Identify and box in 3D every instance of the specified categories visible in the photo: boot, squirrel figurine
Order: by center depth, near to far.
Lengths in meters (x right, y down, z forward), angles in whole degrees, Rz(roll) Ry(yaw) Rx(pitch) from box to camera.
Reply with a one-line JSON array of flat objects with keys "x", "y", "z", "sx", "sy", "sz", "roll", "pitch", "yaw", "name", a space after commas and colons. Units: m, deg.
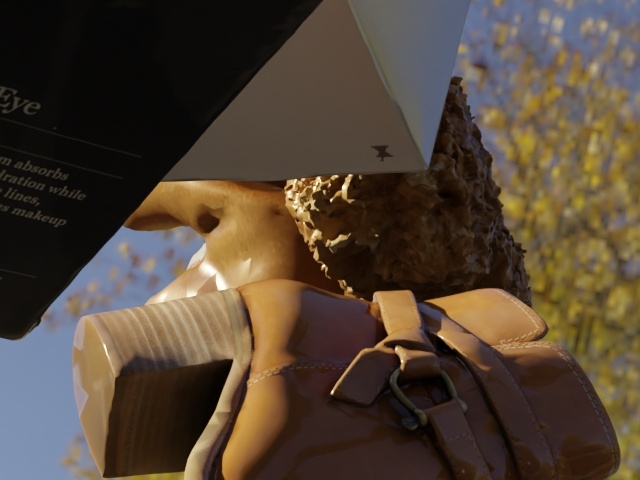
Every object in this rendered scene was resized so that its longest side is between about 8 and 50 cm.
[{"x": 0.030, "y": 0.122, "z": 0.846, "sx": 0.220, "sy": 0.283, "sz": 0.109, "roll": -4, "pitch": -54, "yaw": -21, "name": "boot"}, {"x": 0.016, "y": -0.050, "z": 1.443, "sx": 0.281, "sy": 0.371, "sz": 0.397, "roll": -5, "pitch": 14, "yaw": -37, "name": "squirrel figurine"}]

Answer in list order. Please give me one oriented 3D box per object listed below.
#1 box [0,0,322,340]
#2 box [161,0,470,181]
[{"x": -0.180, "y": -0.150, "z": 0.674, "sx": 0.343, "sy": 0.179, "sz": 0.312, "roll": 16, "pitch": -46, "yaw": -37, "name": "box"}, {"x": -0.021, "y": -0.220, "z": 1.234, "sx": 0.215, "sy": 0.345, "sz": 0.168, "roll": -2, "pitch": -38, "yaw": 23, "name": "box"}]
